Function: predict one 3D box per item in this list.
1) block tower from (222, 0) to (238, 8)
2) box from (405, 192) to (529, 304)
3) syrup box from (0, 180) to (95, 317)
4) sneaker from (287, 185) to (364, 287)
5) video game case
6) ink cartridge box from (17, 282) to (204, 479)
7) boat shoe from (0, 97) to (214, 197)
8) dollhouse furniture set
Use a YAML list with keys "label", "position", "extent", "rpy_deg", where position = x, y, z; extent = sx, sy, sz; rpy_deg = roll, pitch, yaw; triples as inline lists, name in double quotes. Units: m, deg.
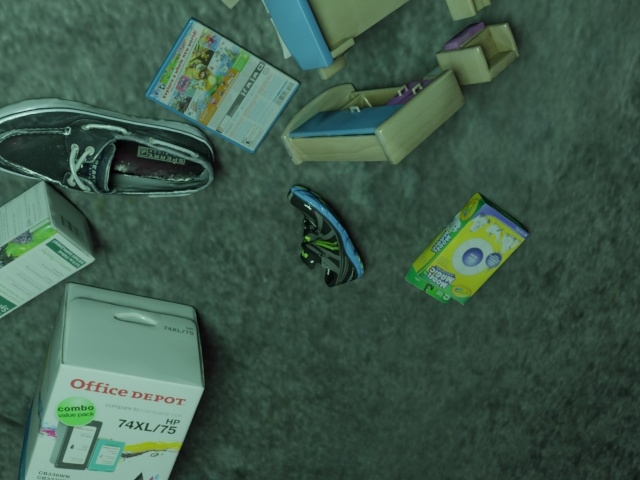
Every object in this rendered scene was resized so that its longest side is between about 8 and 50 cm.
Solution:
- label: "block tower"
  position: [-0.197, -0.407, 0.903]
  extent: [0.091, 0.097, 0.335]
  rpy_deg: [-44, 118, 14]
- label: "box"
  position: [0.225, 0.023, 1.290]
  extent: [0.105, 0.043, 0.179]
  rpy_deg: [30, 112, -26]
- label: "syrup box"
  position: [-0.430, 0.033, 1.103]
  extent: [0.237, 0.096, 0.093]
  rpy_deg: [-31, 139, 6]
- label: "sneaker"
  position: [0.000, 0.000, 1.209]
  extent: [0.078, 0.067, 0.188]
  rpy_deg: [-31, 126, -1]
- label: "video game case"
  position: [-0.128, -0.200, 1.089]
  extent: [0.166, 0.015, 0.119]
  rpy_deg: [27, 112, -26]
- label: "ink cartridge box"
  position: [-0.307, 0.237, 1.205]
  extent: [0.198, 0.197, 0.270]
  rpy_deg: [13, 117, -20]
- label: "boat shoe"
  position: [-0.285, -0.105, 1.058]
  extent: [0.301, 0.102, 0.108]
  rpy_deg: [7, 119, -17]
- label: "dollhouse furniture set"
  position: [0.038, -0.280, 0.996]
  extent: [0.286, 0.198, 0.303]
  rpy_deg: [-42, 118, -28]
